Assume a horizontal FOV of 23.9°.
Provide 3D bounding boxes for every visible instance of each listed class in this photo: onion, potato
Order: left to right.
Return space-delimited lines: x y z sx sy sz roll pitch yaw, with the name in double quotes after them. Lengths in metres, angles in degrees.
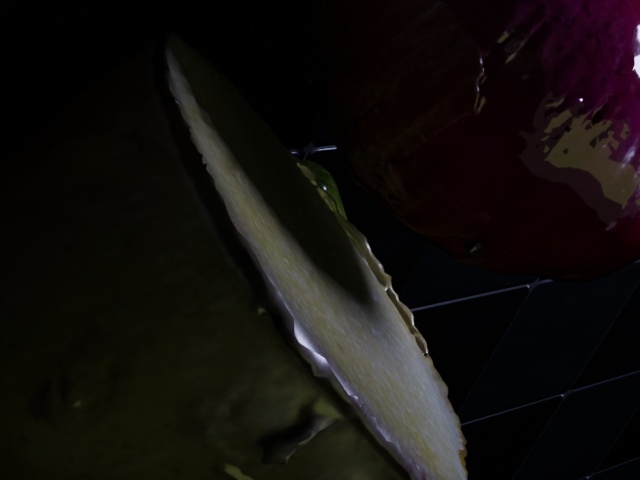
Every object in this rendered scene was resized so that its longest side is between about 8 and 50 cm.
-0.107 0.107 1.121 0.319 0.385 0.442 -33 139 12 "potato"
0.186 -0.157 1.142 0.385 0.348 0.348 -43 151 22 "onion"

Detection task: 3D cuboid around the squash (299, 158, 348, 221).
0.000 0.000 1.405 0.066 0.066 0.229 -37 150 -9 "squash"
